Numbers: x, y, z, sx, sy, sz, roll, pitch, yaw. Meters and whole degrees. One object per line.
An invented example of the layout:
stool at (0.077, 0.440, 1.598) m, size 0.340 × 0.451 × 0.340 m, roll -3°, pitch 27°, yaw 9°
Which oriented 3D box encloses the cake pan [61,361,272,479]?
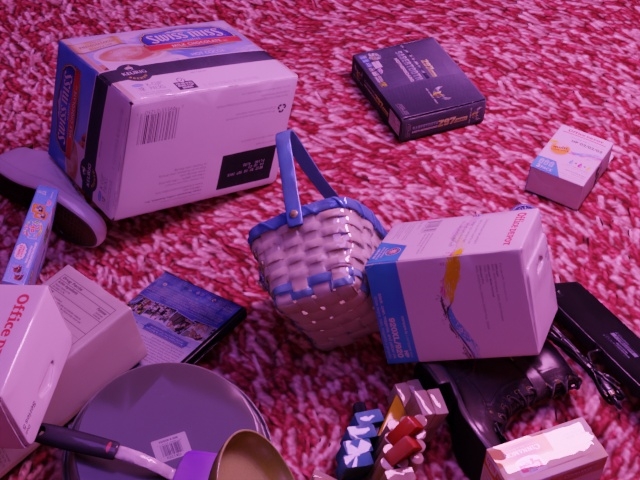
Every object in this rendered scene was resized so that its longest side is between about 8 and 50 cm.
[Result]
cake pan at (-0.207, 0.291, 1.543) m, size 0.293 × 0.054 × 0.293 m, roll 3°, pitch 56°, yaw -5°

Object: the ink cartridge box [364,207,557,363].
ink cartridge box at (0.213, 0.067, 1.660) m, size 0.232 × 0.168 × 0.171 m, roll -6°, pitch 19°, yaw 23°

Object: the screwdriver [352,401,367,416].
screwdriver at (0.066, 0.306, 1.609) m, size 0.024 × 0.025 × 0.170 m, roll -3°, pitch 53°, yaw -6°

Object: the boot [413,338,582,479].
boot at (0.284, 0.231, 1.639) m, size 0.229 × 0.091 × 0.263 m, roll -14°, pitch 50°, yaw -22°

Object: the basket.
basket at (0.000, 0.000, 1.737) m, size 0.201 × 0.255 × 0.289 m, roll -15°, pitch 56°, yaw 18°

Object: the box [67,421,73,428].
box at (-0.287, 0.290, 1.601) m, size 0.137 × 0.027 × 0.094 m, roll -9°, pitch 43°, yaw -10°

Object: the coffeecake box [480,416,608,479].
coffeecake box at (0.281, 0.329, 1.465) m, size 0.142 × 0.185 × 0.068 m, roll -14°, pitch 47°, yaw -16°

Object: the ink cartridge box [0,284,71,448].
ink cartridge box at (-0.494, 0.162, 1.488) m, size 0.272 × 0.115 × 0.198 m, roll 0°, pitch 44°, yaw 12°

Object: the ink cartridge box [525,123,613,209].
ink cartridge box at (0.460, -0.145, 2.045) m, size 0.104 × 0.062 × 0.181 m, roll 24°, pitch 48°, yaw 21°

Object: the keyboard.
keyboard at (0.432, 0.171, 1.709) m, size 0.201 × 0.033 × 0.317 m, roll -1°, pitch 37°, yaw -41°

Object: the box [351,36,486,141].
box at (0.189, -0.299, 2.196) m, size 0.183 × 0.059 × 0.233 m, roll -14°, pitch 47°, yaw -17°

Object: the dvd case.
dvd case at (-0.259, 0.153, 1.727) m, size 0.180 × 0.022 × 0.253 m, roll 21°, pitch 47°, yaw 32°

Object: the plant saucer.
plant saucer at (-0.081, 0.359, 1.417) m, size 0.037 × 0.241 × 0.241 m, roll -21°, pitch 40°, yaw 20°

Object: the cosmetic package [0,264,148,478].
cosmetic package at (-0.420, 0.190, 1.607) m, size 0.160 × 0.113 × 0.309 m, roll 30°, pitch 56°, yaw 35°

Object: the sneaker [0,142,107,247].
sneaker at (-0.446, -0.094, 1.934) m, size 0.290 × 0.106 × 0.123 m, roll 32°, pitch 54°, yaw 29°

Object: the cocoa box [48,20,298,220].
cocoa box at (-0.254, -0.215, 1.924) m, size 0.347 × 0.231 × 0.228 m, roll -16°, pitch 44°, yaw -39°

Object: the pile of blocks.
pile of blocks at (0.073, 0.305, 1.514) m, size 0.149 × 0.113 × 0.362 m, roll 23°, pitch 46°, yaw 1°

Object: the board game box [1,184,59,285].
board game box at (-0.459, 0.041, 1.755) m, size 0.039 × 0.160 × 0.211 m, roll 15°, pitch 43°, yaw -10°

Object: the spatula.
spatula at (-0.246, 0.288, 1.487) m, size 0.296 × 0.030 × 0.084 m, roll 16°, pitch 55°, yaw 4°

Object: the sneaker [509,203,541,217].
sneaker at (0.295, 0.054, 1.833) m, size 0.081 × 0.090 × 0.232 m, roll 27°, pitch 71°, yaw 23°
